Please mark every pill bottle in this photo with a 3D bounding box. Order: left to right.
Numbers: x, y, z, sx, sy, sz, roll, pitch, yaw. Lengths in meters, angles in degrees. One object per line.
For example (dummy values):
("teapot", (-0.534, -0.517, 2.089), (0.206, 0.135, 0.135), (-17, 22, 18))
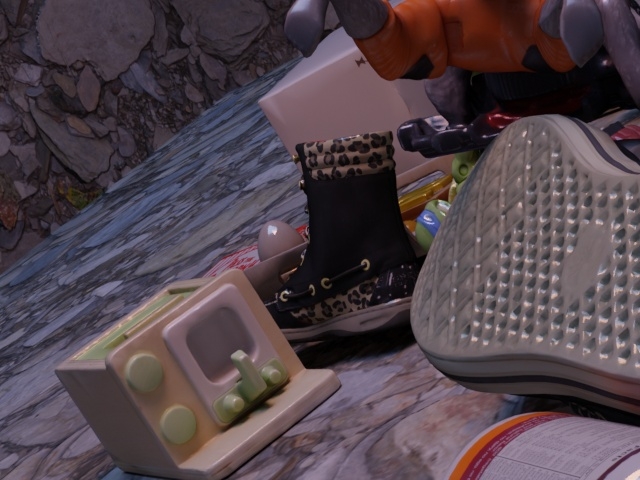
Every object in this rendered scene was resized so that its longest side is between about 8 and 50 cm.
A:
("pill bottle", (0.145, 0.145, 0.797), (0.121, 0.121, 0.221), (-35, 12, -17))

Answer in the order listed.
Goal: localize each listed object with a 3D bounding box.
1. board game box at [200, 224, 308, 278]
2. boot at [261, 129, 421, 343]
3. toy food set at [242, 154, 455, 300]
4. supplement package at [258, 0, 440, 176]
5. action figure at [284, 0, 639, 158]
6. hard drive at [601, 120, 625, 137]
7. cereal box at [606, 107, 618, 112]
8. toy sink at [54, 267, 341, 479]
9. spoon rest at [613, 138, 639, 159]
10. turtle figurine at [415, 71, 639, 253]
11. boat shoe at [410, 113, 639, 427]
("board game box", (-0.104, 0.064, 2.011), (0.147, 0.045, 0.193), (-22, 15, 41))
("boot", (0.002, 0.000, 1.616), (0.085, 0.178, 0.236), (-12, 2, -41))
("toy food set", (0.046, -0.024, 1.809), (0.220, 0.092, 0.306), (-25, 6, 30))
("supplement package", (0.075, -0.187, 2.282), (0.175, 0.177, 0.293), (-26, 12, 27))
("action figure", (0.176, -0.162, 1.217), (0.341, 0.178, 0.330), (-10, -1, 23))
("hard drive", (0.240, -0.066, 1.716), (0.135, 0.022, 0.094), (-30, 11, 7))
("cereal box", (0.318, -0.188, 1.966), (0.240, 0.047, 0.173), (-19, 19, 48))
("toy sink", (-0.117, 0.117, 1.593), (0.153, 0.131, 0.234), (-37, 12, -23))
("spoon rest", (0.286, -0.042, 1.298), (0.276, 0.137, 0.084), (-26, -27, -29))
("turtle figurine", (0.200, -0.097, 1.494), (0.266, 0.274, 0.198), (-30, 36, -23))
("boat shoe", (0.189, 0.033, 1.051), (0.187, 0.156, 0.500), (-63, 19, -4))
